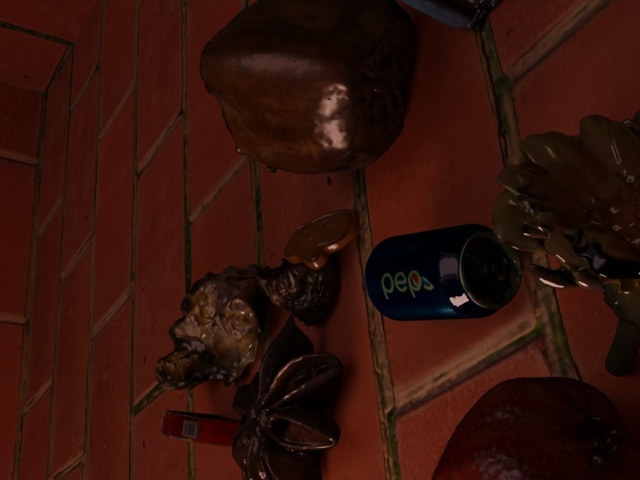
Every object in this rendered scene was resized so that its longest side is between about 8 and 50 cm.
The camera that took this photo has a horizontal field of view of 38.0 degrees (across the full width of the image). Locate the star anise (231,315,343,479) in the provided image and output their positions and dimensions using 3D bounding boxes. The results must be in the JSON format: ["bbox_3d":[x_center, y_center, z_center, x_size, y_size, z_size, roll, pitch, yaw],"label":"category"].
[{"bbox_3d":[-0.062,0.277,1.472,0.315,0.108,0.315,-36,48,54],"label":"star anise"}]

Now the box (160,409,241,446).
[{"bbox_3d":[-0.207,0.343,1.692,0.175,0.112,0.048,-9,73,60],"label":"box"}]

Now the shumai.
[{"bbox_3d":[-0.031,0.071,1.520,0.123,0.105,0.139,-41,70,42],"label":"shumai"}]

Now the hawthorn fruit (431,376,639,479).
[{"bbox_3d":[0.201,0.255,0.924,0.253,0.205,0.205,-52,38,39],"label":"hawthorn fruit"}]

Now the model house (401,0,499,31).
[{"bbox_3d":[0.131,-0.460,1.234,0.237,0.303,0.216,-48,34,43],"label":"model house"}]

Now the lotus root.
[{"bbox_3d":[0.024,-0.237,1.408,0.250,0.316,0.316,18,95,42],"label":"lotus root"}]

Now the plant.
[{"bbox_3d":[0.277,0.020,0.814,0.297,0.261,0.306,-54,47,34],"label":"plant"}]

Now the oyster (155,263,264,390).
[{"bbox_3d":[-0.201,0.155,1.751,0.351,0.114,0.238,-24,59,56],"label":"oyster"}]

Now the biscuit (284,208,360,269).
[{"bbox_3d":[-0.001,-0.001,1.482,0.140,0.023,0.118,-23,33,27],"label":"biscuit"}]

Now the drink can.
[{"bbox_3d":[0.151,0.043,1.173,0.205,0.118,0.118,-12,69,60],"label":"drink can"}]
